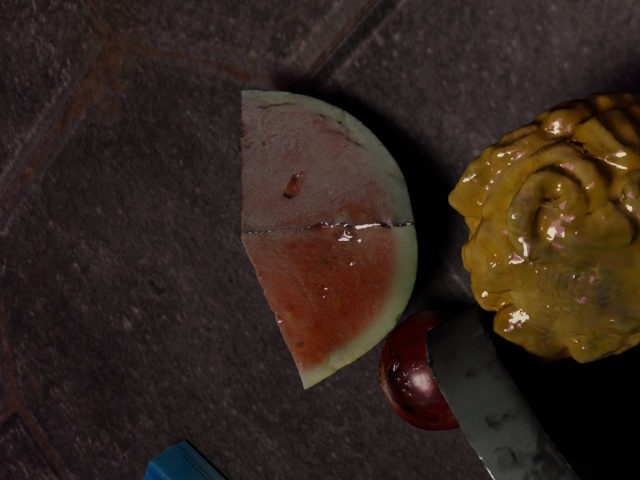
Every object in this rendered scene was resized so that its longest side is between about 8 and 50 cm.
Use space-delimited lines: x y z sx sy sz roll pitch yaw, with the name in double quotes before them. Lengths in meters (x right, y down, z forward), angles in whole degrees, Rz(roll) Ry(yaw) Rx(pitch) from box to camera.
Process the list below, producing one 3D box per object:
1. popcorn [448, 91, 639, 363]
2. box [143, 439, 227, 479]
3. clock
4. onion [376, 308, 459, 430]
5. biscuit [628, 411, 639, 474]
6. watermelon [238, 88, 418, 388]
"popcorn" 0.225 -0.009 1.169 0.250 0.190 0.250 3 120 5
"box" -0.157 0.386 1.860 0.194 0.073 0.139 40 134 22
"clock" 0.209 0.189 1.244 0.061 0.312 0.312 -38 82 12
"onion" 0.120 0.133 1.415 0.131 0.131 0.131 22 125 35
"biscuit" 0.367 0.217 1.291 0.175 0.026 0.124 16 121 38
"watermelon" 0.000 0.000 1.434 0.256 0.176 0.260 34 151 47
